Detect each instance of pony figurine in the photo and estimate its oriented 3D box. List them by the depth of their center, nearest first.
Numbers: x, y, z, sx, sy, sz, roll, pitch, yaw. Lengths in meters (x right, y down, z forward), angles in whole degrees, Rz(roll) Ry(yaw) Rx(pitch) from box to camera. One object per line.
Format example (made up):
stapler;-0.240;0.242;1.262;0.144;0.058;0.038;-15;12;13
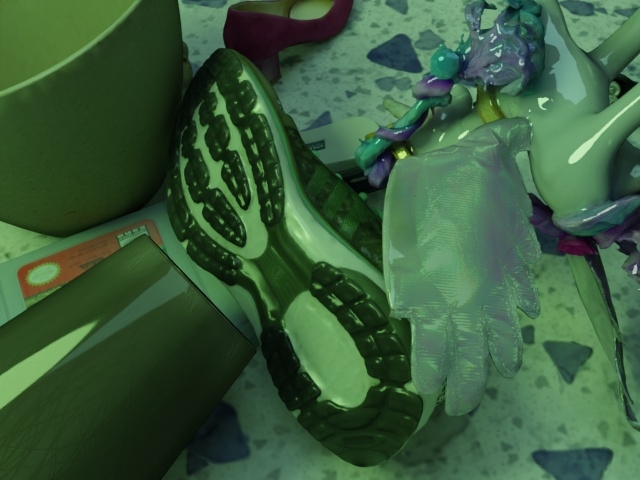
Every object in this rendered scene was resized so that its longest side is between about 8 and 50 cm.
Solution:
pony figurine;0.191;-0.058;0.628;0.363;0.303;0.351;-34;51;32

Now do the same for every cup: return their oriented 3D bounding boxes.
cup;-0.269;-0.141;0.829;0.331;0.237;0.331;-9;47;10

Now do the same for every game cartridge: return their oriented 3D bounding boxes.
game cartridge;-0.194;0.071;0.784;0.294;0.060;0.196;-23;57;-12

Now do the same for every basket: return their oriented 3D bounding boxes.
basket;-0.174;0.115;0.632;0.227;0.154;0.204;-44;92;-8

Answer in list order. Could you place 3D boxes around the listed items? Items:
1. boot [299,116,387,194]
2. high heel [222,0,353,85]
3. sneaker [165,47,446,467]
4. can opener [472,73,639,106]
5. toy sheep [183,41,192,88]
boot;-0.017;-0.070;0.866;0.190;0.086;0.069;-6;62;18
high heel;-0.033;-0.292;1.016;0.082;0.117;0.244;29;60;26
sneaker;0.000;0.000;0.753;0.182;0.158;0.410;0;54;-50
can opener;0.263;-0.154;0.924;0.186;0.073;0.059;0;90;10
toy sheep;-0.209;-0.221;1.000;0.132;0.091;0.091;32;59;6
